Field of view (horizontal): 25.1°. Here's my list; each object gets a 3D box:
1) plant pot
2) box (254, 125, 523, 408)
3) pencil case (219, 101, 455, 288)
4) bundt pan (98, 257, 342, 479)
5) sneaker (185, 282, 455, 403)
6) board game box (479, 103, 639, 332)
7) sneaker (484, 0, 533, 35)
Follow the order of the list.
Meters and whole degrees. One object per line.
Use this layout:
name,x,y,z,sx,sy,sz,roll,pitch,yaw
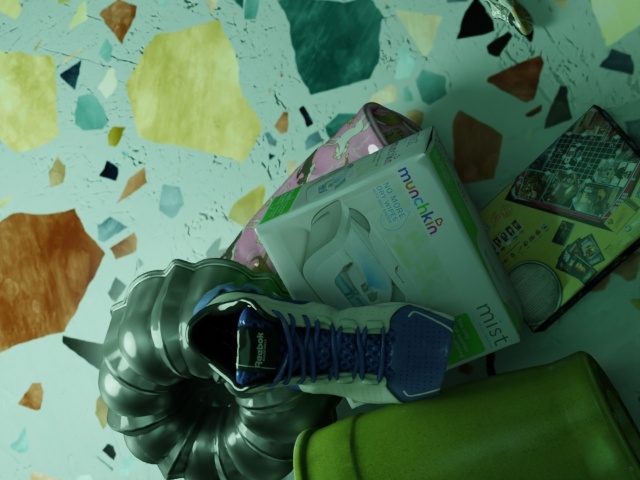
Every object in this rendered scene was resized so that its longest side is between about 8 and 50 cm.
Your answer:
plant pot,0.212,0.308,1.684,0.353,0.366,0.366,-29,75,12
box,0.089,0.032,1.739,0.231,0.127,0.262,-23,105,17
pencil case,0.000,0.000,1.887,0.386,0.160,0.167,-45,28,20
bundt pan,-0.139,0.191,1.831,0.331,0.124,0.331,7,123,11
sneaker,-0.016,0.127,1.608,0.315,0.182,0.127,8,96,11
board game box,0.308,-0.026,1.785,0.243,0.042,0.165,-44,70,20
sneaker,0.240,-0.290,1.839,0.037,0.032,0.083,-44,64,35
